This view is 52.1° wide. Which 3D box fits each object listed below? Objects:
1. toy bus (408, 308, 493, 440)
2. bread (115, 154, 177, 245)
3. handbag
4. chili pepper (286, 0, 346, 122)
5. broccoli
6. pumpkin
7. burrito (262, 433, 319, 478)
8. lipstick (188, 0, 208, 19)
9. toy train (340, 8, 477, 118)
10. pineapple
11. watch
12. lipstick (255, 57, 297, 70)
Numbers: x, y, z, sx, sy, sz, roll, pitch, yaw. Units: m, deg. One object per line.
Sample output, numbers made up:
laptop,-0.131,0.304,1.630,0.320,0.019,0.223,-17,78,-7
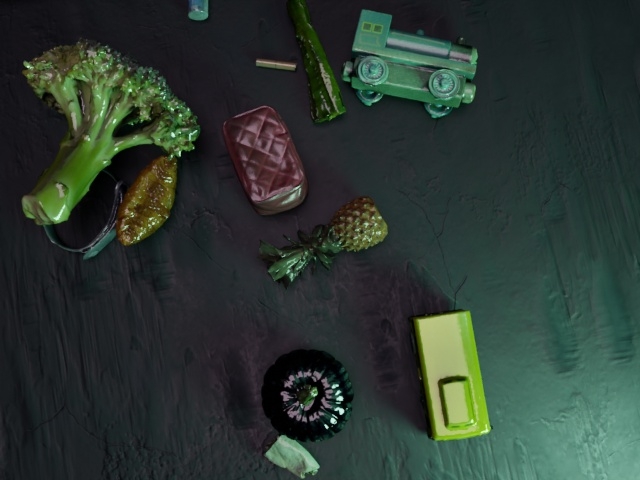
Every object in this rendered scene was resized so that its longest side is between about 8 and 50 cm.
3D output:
toy bus,0.261,0.276,1.335,0.127,0.150,0.262,-9,82,2
bread,-0.378,-0.085,1.440,0.104,0.076,0.233,31,69,-22
handbag,-0.117,-0.170,1.423,0.146,0.135,0.225,-23,78,-1
chili pepper,-0.015,-0.445,1.492,0.084,0.076,0.359,-15,81,25
broccoli,-0.512,-0.246,1.384,0.397,0.275,0.353,-43,49,-5
pumpkin,-0.028,0.319,1.347,0.194,0.150,0.194,1,92,31
burrito,-0.058,0.454,1.369,0.118,0.044,0.074,34,117,4
lipstick,-0.286,-0.599,1.531,0.048,0.048,0.158,-1,82,2
toy train,0.201,-0.392,1.452,0.298,0.120,0.194,12,78,4
pineapple,0.000,0.000,1.404,0.277,0.119,0.130,-28,101,0
watch,-0.521,-0.076,1.456,0.206,0.068,0.193,-39,86,0
lipstick,-0.102,-0.406,1.511,0.094,0.019,0.019,9,82,3
